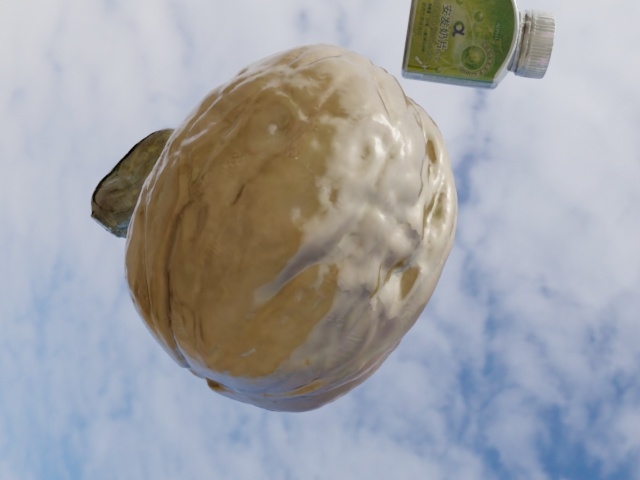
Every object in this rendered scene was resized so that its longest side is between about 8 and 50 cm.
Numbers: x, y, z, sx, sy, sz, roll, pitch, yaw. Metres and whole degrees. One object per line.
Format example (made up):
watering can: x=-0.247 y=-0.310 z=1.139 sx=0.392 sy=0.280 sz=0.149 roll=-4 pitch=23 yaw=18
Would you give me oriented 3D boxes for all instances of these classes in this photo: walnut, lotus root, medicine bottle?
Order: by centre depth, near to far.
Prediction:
walnut: x=-0.019 y=-0.011 z=0.716 sx=0.313 sy=0.277 sz=0.252 roll=-53 pitch=-154 yaw=-12
medicine bottle: x=0.208 y=-0.271 z=1.083 sx=0.088 sy=0.188 sz=0.132 roll=-25 pitch=123 yaw=-85
lotus root: x=-0.371 y=-0.118 z=1.765 sx=0.160 sy=0.275 sz=0.152 roll=44 pitch=-11 yaw=21
